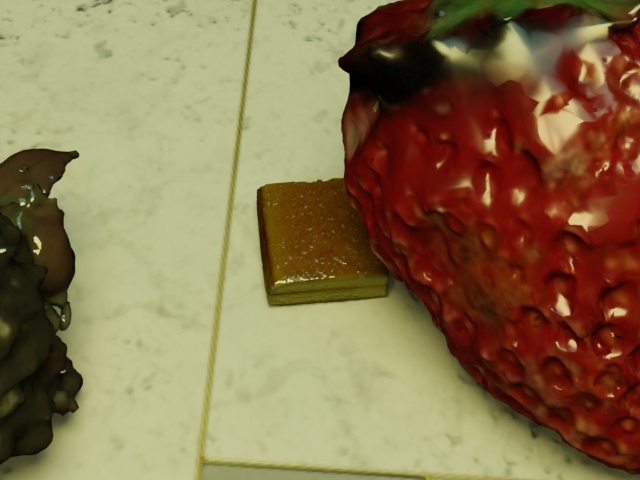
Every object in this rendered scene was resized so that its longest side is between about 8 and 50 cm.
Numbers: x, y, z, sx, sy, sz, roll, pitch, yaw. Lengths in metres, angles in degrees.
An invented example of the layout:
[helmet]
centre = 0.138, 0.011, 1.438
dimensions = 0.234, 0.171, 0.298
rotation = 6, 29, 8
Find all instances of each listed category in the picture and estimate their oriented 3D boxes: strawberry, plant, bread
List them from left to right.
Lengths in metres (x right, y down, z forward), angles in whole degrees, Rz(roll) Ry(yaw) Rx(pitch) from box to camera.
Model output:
[plant]
centre = -0.243, 0.055, 0.564
dimensions = 0.178, 0.204, 0.234
rotation = 0, 8, 15
[bread]
centre = 0.000, 0.000, 0.724
dimensions = 0.090, 0.035, 0.094
rotation = -4, 54, -7
[strawberry]
centre = 0.170, -0.030, 0.650
dimensions = 0.291, 0.310, 0.292
rotation = -11, 28, 6
